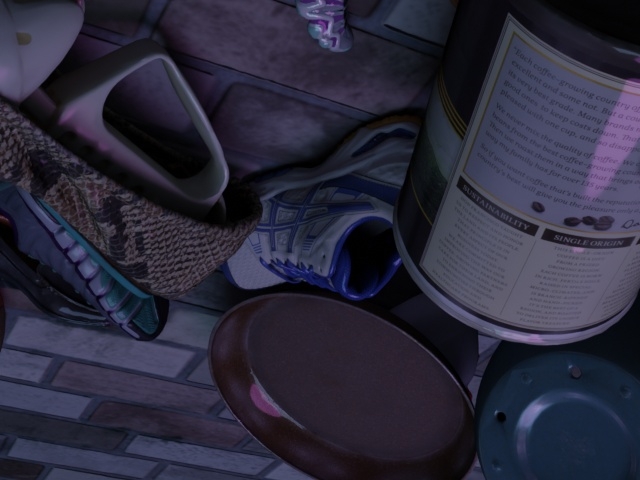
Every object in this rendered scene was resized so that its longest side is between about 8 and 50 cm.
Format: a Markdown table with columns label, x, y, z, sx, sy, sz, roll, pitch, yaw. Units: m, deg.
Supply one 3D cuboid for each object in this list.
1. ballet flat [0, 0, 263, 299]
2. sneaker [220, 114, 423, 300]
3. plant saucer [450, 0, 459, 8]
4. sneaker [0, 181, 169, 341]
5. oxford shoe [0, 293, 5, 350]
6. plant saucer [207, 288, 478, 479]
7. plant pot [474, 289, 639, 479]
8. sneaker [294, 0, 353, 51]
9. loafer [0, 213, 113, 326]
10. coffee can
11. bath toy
| label | x | y | z | sx | sy | sz | roll | pitch | yaw |
| --- | --- | --- | --- | --- | --- | --- | --- | --- | --- |
| ballet flat | -0.203 | -0.106 | 0.812 | 0.182 | 0.164 | 0.483 | -35 | 142 | 13 |
| sneaker | 0.000 | 0.000 | 0.966 | 0.112 | 0.131 | 0.296 | 23 | 144 | -33 |
| plant saucer | 0.132 | -0.188 | 0.767 | 0.083 | 0.013 | 0.083 | 1 | 149 | 0 |
| sneaker | -0.235 | 0.010 | 1.024 | 0.098 | 0.083 | 0.223 | -8 | 126 | 34 |
| oxford shoe | -0.439 | 0.028 | 1.025 | 0.146 | 0.140 | 0.397 | 5 | 146 | 8 |
| plant saucer | 0.027 | 0.160 | 1.132 | 0.311 | 0.050 | 0.310 | 15 | 135 | 16 |
| plant pot | 0.280 | 0.172 | 1.000 | 0.293 | 0.293 | 0.235 | -24 | 173 | 35 |
| sneaker | 0.017 | -0.178 | 0.764 | 0.069 | 0.038 | 0.098 | -16 | 144 | 27 |
| loafer | -0.270 | 0.032 | 1.062 | 0.170 | 0.062 | 0.061 | 25 | 127 | -6 |
| coffee can | 0.173 | -0.086 | 0.720 | 0.201 | 0.201 | 0.275 | 5 | 140 | -6 |
| bath toy | 0.071 | 0.171 | 1.240 | 0.151 | 0.129 | 0.348 | -18 | 165 | -40 |
